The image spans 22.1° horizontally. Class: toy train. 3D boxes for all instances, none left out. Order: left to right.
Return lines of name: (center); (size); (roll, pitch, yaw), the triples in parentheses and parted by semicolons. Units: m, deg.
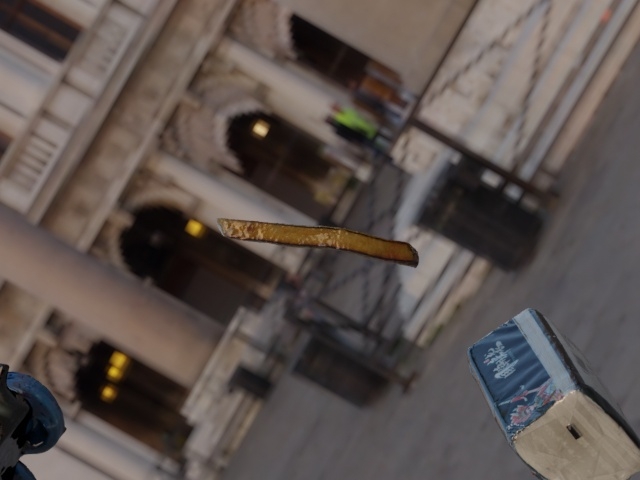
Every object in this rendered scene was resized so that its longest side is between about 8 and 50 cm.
toy train: (-0.453, 0.243, 1.891); (0.188, 0.265, 0.300); (-53, -11, -49)

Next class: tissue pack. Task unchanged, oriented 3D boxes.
tissue pack: (0.194, 0.137, 1.367); (0.090, 0.103, 0.170); (-41, 20, 10)

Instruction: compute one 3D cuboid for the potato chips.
potato chips: (0.000, 0.000, 1.579); (0.037, 0.204, 0.026); (141, 136, -75)
